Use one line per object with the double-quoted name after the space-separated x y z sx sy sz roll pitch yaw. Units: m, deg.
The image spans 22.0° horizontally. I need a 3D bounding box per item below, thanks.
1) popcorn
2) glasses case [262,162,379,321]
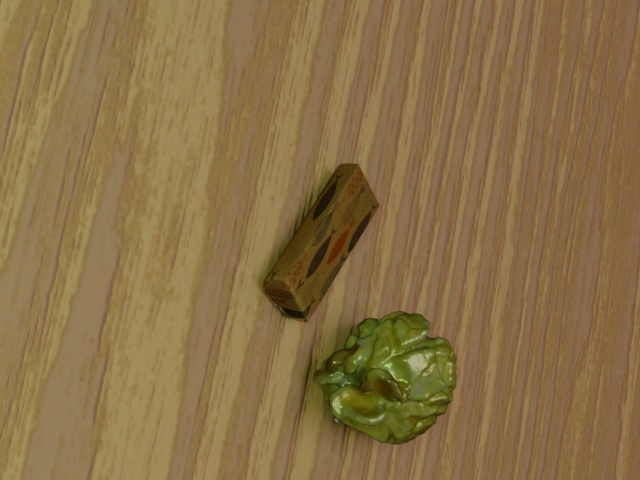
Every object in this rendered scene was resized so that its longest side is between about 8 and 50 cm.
0.075 0.145 1.706 0.162 0.141 0.136 -85 151 -73 "popcorn"
0.000 0.000 1.710 0.170 0.041 0.065 -58 136 -32 "glasses case"
